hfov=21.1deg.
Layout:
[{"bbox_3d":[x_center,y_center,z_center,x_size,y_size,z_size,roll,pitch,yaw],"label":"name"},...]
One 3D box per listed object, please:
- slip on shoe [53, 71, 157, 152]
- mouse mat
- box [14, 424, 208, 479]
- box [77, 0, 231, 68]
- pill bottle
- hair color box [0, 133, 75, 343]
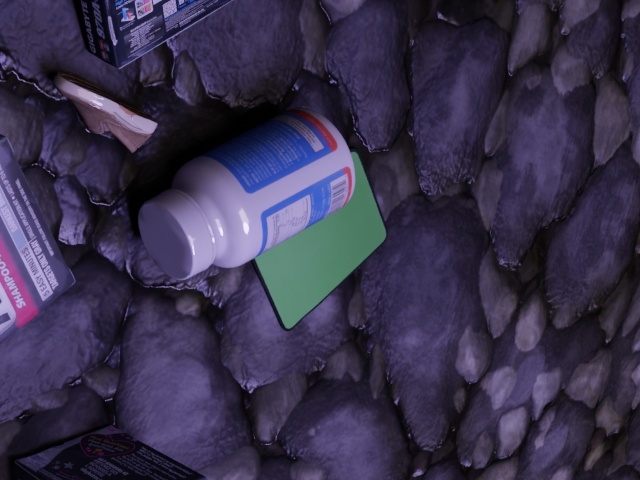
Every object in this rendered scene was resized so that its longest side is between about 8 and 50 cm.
[{"bbox_3d":[-0.218,-0.126,1.700,0.041,0.051,0.135,-56,145,6],"label":"slip on shoe"},{"bbox_3d":[0.000,0.000,2.011,0.189,0.007,0.153,-42,133,-23],"label":"mouse mat"},{"bbox_3d":[-0.226,0.347,1.820,0.142,0.163,0.247,-16,119,-45],"label":"box"},{"bbox_3d":[-0.143,-0.293,1.674,0.220,0.051,0.175,-36,140,-29],"label":"box"},{"bbox_3d":[-0.080,-0.046,1.818,0.221,0.124,0.124,-29,127,-34],"label":"pill bottle"},{"bbox_3d":[-0.416,0.069,1.532,0.374,0.113,0.185,-41,134,-25],"label":"hair color box"}]
